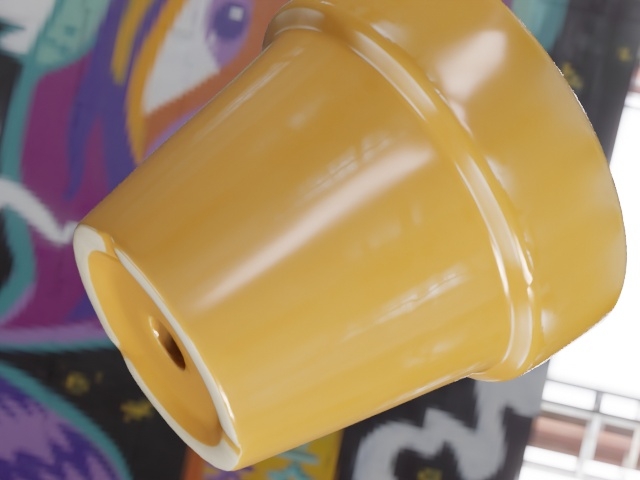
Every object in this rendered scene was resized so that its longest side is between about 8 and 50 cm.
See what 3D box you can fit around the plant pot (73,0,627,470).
[{"bbox_3d":[0.000,0.000,0.767,0.188,0.205,0.205,-32,158,-20],"label":"plant pot"}]
